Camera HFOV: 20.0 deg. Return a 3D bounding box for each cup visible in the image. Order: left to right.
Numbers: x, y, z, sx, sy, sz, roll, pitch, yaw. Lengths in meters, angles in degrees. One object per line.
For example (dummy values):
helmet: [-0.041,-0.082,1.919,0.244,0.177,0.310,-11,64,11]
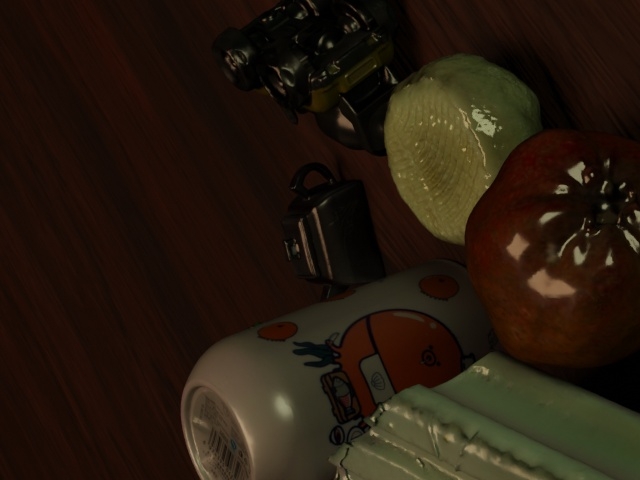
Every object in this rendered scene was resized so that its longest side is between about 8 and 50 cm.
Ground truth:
cup: [0.025,0.165,1.898,0.212,0.317,0.212,37,136,46]

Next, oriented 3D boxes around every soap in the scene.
soap: [0.209,0.264,1.634,0.446,0.156,0.261,23,129,40]

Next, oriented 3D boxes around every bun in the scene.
bun: [0.151,-0.092,1.749,0.195,0.118,0.195,43,146,39]

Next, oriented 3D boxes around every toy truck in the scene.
toy truck: [0.000,-0.178,1.951,0.224,0.147,0.165,24,148,56]

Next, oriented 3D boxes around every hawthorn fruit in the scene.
hawthorn fruit: [0.224,0.017,1.628,0.208,0.208,0.248,62,163,16]

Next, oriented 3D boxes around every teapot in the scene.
teapot: [0.000,0.000,2.073,0.087,0.096,0.177,-1,105,60]

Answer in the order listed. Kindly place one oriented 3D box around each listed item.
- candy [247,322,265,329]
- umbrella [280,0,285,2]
candy: [0.002,0.137,2.082,0.141,0.203,0.078,46,113,11]
umbrella: [-0.037,-0.289,2.060,0.122,0.013,0.022,101,152,-42]
